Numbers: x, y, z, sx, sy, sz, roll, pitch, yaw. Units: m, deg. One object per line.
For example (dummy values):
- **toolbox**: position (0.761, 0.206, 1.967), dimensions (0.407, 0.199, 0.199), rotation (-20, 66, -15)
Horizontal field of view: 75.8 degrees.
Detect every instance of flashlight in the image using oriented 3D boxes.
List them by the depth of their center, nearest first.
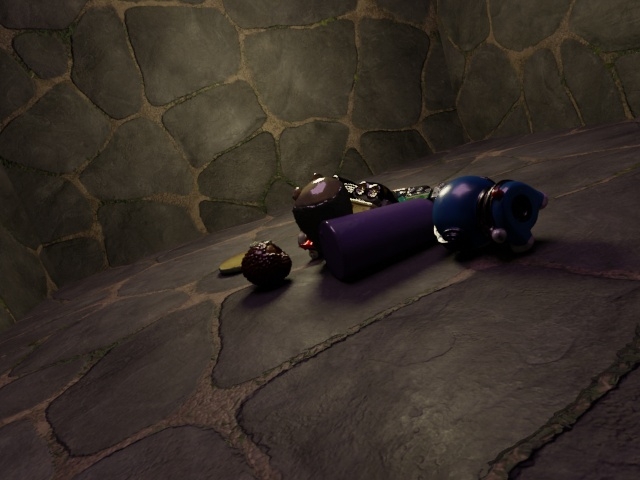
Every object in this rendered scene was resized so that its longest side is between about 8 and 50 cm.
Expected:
- **flashlight**: position (0.439, -0.244, 2.298), dimensions (0.103, 0.103, 0.424), rotation (-26, 15, -31)

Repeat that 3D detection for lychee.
- **lychee**: position (-0.217, 0.101, 1.610), dimensions (0.188, 0.188, 0.188), rotation (-17, 13, 4)

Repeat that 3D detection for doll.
- **doll**: position (0.491, -0.086, 1.270), dimensions (0.284, 0.240, 0.310), rotation (-53, 18, -15)
- **doll**: position (0.024, -0.080, 1.624), dimensions (0.247, 0.350, 0.247), rotation (-19, 34, 13)

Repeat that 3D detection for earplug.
- **earplug**: position (0.235, -0.027, 1.481), dimensions (0.455, 0.215, 0.215), rotation (-18, 12, -16)

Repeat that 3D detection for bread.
- **bread**: position (-0.391, 0.108, 2.084), dimensions (0.267, 0.040, 0.267), rotation (-17, 14, 4)

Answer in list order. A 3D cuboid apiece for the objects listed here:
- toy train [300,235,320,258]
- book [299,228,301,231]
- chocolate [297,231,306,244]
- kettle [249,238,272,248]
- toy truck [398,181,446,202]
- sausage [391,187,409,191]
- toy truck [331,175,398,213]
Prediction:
- **toy train**: position (0.000, 0.000, 1.844), dimensions (0.082, 0.131, 0.204), rotation (-3, 30, 31)
- **book**: position (0.094, -0.134, 2.451), dimensions (0.389, 0.032, 0.269), rotation (-30, 18, -39)
- **chocolate**: position (0.027, -0.061, 2.117), dimensions (0.303, 0.100, 0.185), rotation (-15, 16, 25)
- **kettle**: position (-0.238, 0.079, 1.763), dimensions (0.098, 0.148, 0.127), rotation (-15, 12, 2)
- **toy truck**: position (0.501, -0.191, 1.982), dimensions (0.253, 0.114, 0.124), rotation (-8, 29, 35)
- **sausage**: position (0.481, -0.301, 2.606), dimensions (0.176, 0.040, 0.047), rotation (-10, 60, 33)
- **toy truck**: position (0.161, -0.148, 1.883), dimensions (0.405, 0.180, 0.254), rotation (24, 82, 49)
